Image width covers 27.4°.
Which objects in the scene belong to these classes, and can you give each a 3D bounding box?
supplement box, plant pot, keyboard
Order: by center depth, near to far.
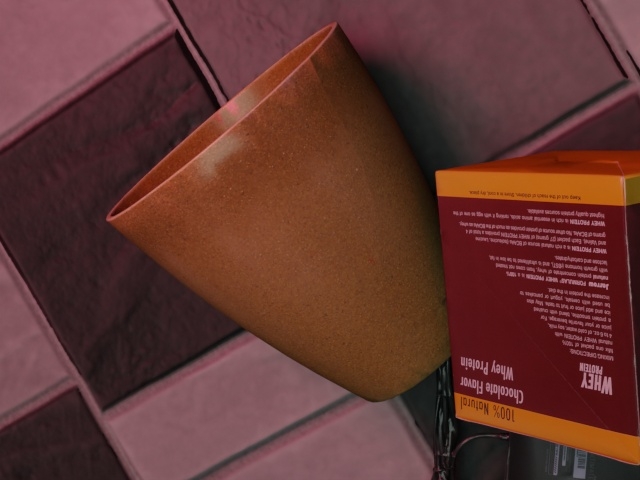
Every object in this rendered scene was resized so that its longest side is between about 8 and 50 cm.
[{"bbox_3d":[0.198,0.038,0.950,0.191,0.129,0.194,6,104,56],"label":"supplement box"},{"bbox_3d":[0.000,0.000,1.049,0.237,0.237,0.254,-36,102,20],"label":"plant pot"},{"bbox_3d":[0.180,0.165,1.105,0.202,0.033,0.317,5,100,10],"label":"keyboard"}]
